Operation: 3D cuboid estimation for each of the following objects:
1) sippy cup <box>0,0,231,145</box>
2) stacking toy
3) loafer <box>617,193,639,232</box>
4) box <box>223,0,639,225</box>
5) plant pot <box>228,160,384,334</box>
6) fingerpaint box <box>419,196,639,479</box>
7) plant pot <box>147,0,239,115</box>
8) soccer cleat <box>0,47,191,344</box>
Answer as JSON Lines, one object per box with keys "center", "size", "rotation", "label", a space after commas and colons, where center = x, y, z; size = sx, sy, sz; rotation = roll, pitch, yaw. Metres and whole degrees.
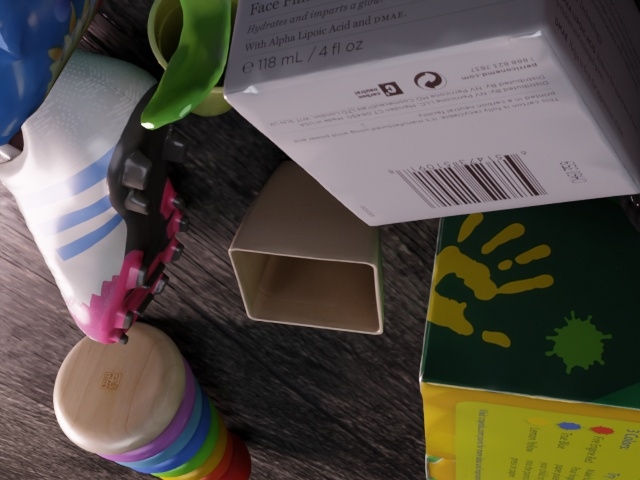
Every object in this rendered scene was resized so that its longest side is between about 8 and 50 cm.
{"center": [-0.183, -0.171, 0.536], "size": [0.305, 0.224, 0.240], "rotation": [14, 149, -5], "label": "sippy cup"}
{"center": [-0.162, 0.218, 1.261], "size": [0.141, 0.141, 0.330], "rotation": [0, 151, 18], "label": "stacking toy"}
{"center": [0.307, -0.103, 0.602], "size": [0.130, 0.134, 0.366], "rotation": [-3, 166, -25], "label": "loafer"}
{"center": [0.072, -0.103, 0.638], "size": [0.180, 0.119, 0.182], "rotation": [-7, 154, 29], "label": "box"}
{"center": [0.000, 0.000, 0.874], "size": [0.109, 0.096, 0.109], "rotation": [7, 149, 10], "label": "plant pot"}
{"center": [0.274, 0.134, 0.908], "size": [0.371, 0.163, 0.445], "rotation": [6, 155, 10], "label": "fingerpaint box"}
{"center": [-0.071, -0.118, 0.735], "size": [0.083, 0.083, 0.079], "rotation": [15, 160, -5], "label": "plant pot"}
{"center": [-0.183, -0.037, 0.887], "size": [0.143, 0.116, 0.331], "rotation": [27, 147, 6], "label": "soccer cleat"}
